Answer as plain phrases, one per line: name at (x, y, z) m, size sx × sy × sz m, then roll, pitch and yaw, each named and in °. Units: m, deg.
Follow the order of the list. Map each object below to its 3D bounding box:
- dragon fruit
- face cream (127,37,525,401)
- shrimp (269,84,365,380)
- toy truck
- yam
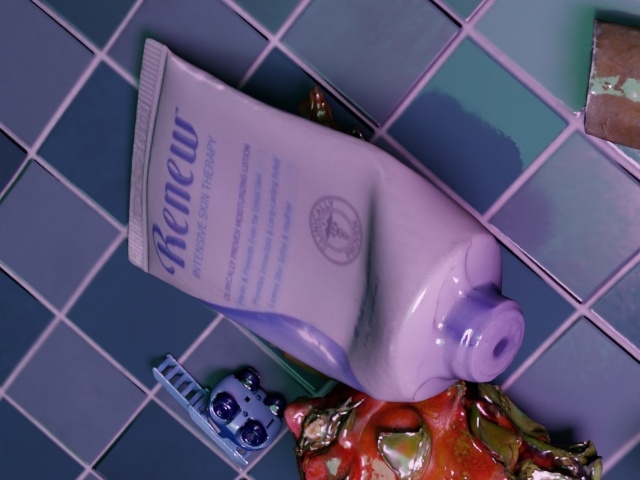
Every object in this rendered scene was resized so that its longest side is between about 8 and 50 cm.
dragon fruit at (0.108, 0.187, 0.966) m, size 0.269 × 0.200 × 0.198 m, roll -7°, pitch 62°, yaw 18°
face cream at (-0.015, -0.002, 0.935) m, size 0.420 × 0.137 × 0.234 m, roll 28°, pitch 123°, yaw 32°
shrimp at (0.000, 0.000, 1.009) m, size 0.154 × 0.062 × 0.294 m, roll 5°, pitch 110°, yaw 19°
toy truck at (-0.101, 0.157, 1.086) m, size 0.136 × 0.063 × 0.074 m, roll 47°, pitch 131°, yaw 0°
yam at (0.337, -0.103, 0.869) m, size 0.259 × 0.106 × 0.106 m, roll 14°, pitch 110°, yaw 11°
